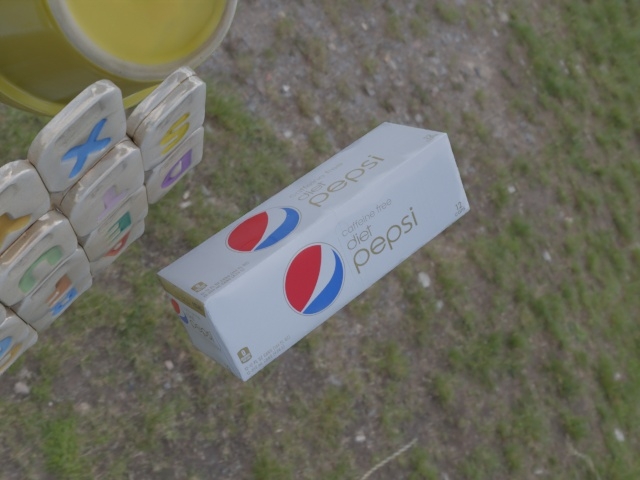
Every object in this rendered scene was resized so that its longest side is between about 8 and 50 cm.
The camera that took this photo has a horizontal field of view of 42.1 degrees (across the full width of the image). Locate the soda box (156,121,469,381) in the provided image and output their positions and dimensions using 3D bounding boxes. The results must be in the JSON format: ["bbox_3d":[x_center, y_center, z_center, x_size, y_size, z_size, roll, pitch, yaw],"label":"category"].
[{"bbox_3d":[0.000,0.000,0.582,0.216,0.074,0.069,-36,121,-23],"label":"soda box"}]

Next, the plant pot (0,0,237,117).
[{"bbox_3d":[-0.199,-0.227,0.723,0.254,0.239,0.254,-9,107,-32],"label":"plant pot"}]

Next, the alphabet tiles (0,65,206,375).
[{"bbox_3d":[-0.169,0.017,0.499,0.021,0.278,0.284,41,72,2],"label":"alphabet tiles"}]
